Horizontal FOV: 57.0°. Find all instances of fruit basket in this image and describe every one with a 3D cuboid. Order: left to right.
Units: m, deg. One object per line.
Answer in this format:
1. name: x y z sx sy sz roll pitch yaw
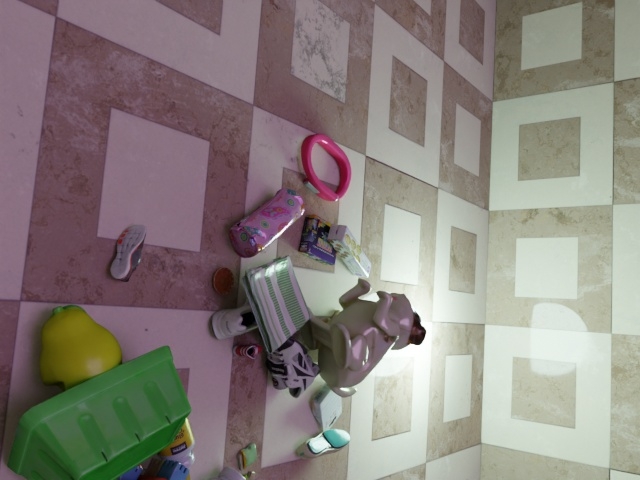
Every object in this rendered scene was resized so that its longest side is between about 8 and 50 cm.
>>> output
1. fruit basket: -0.524 0.344 1.335 0.392 0.283 0.392 20 37 -16

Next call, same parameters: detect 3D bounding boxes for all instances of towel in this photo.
1. towel: -0.128 0.180 1.813 0.247 0.038 0.325 71 19 -2

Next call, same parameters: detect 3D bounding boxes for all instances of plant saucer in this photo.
1. plant saucer: -0.295 0.122 1.778 0.083 0.013 0.083 3 86 -52

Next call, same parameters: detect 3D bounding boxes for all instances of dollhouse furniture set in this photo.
1. dollhouse furniture set: -0.207 0.719 1.837 0.076 0.059 0.151 -16 102 -52

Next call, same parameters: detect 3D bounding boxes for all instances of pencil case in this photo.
1. pencil case: -0.169 -0.060 1.860 0.284 0.124 0.124 -42 121 -42

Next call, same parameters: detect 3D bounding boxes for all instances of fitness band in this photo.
1. fitness band: 0.022 -0.267 2.170 0.291 0.054 0.209 36 61 -47

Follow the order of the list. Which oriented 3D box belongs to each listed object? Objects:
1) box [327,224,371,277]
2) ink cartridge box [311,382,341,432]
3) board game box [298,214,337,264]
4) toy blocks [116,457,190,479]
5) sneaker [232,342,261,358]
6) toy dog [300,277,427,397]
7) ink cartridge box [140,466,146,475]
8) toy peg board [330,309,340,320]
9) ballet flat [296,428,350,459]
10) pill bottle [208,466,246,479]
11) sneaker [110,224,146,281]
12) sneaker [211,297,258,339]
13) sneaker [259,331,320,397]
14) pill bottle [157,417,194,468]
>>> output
1. box: 0.113 0.043 2.213 0.324 0.063 0.067 54 48 -54
2. ink cartridge box: 0.025 0.613 2.175 0.145 0.045 0.179 -42 139 -45
3. board game box: 0.000 0.000 2.137 0.170 0.048 0.141 28 66 -49
4. toy blocks: -0.402 0.658 1.428 0.381 0.191 0.261 55 43 -33
5. sneaker: -0.210 0.344 1.838 0.118 0.067 0.042 7 83 -53
6. toy dog: 0.185 0.333 2.067 0.408 0.285 0.395 -21 104 -30
7. ink cartridge box: -0.531 0.620 1.429 0.206 0.045 0.208 56 50 -35
8. toy peg board: 0.084 0.374 2.211 0.160 0.079 0.161 -53 128 -39
9. ballet flat: 0.008 0.735 2.110 0.248 0.086 0.086 9 82 -51
10. pill bottle: -0.304 0.755 1.660 0.216 0.121 0.121 -45 123 -42
11. sneaker: -0.487 0.034 1.511 0.065 0.061 0.157 75 31 -62
12. sneaker: -0.194 0.224 1.811 0.297 0.129 0.111 -31 105 -50
13. sneaker: -0.115 0.404 1.910 0.146 0.122 0.330 -56 134 -25
14. pill bottle: -0.394 0.515 1.564 0.103 0.103 0.184 -30 112 -49
